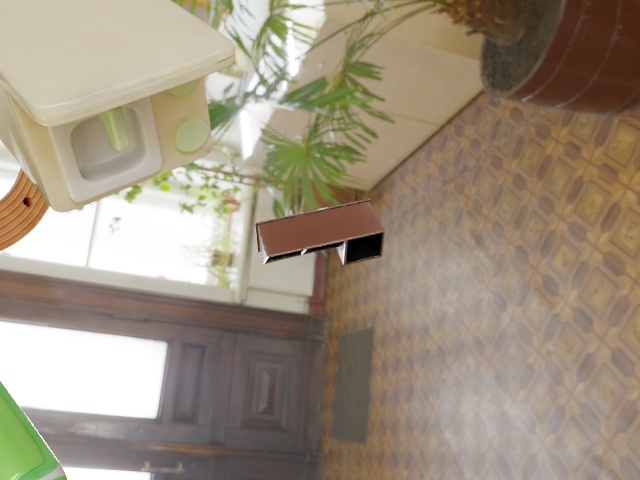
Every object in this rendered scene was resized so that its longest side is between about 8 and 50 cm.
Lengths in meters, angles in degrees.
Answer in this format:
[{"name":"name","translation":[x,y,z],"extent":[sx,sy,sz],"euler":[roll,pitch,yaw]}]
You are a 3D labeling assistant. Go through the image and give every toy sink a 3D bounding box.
[{"name":"toy sink","translation":[-0.186,-0.123,0.534],"extent":[0.234,0.153,0.131],"euler":[39,145,35]}]

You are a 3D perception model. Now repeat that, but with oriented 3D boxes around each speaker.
[{"name":"speaker","translation":[-0.542,0.334,1.060],"extent":[0.296,0.131,0.131],"euler":[45,137,17]}]

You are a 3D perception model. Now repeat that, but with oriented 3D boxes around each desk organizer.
[{"name":"desk organizer","translation":[0.000,0.000,0.689],"extent":[0.047,0.130,0.050],"euler":[91,162,-47]}]

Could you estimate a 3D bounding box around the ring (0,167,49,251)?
[{"name":"ring","translation":[-0.479,-0.138,0.807],"extent":[0.032,0.337,0.336],"euler":[-11,65,31]}]
